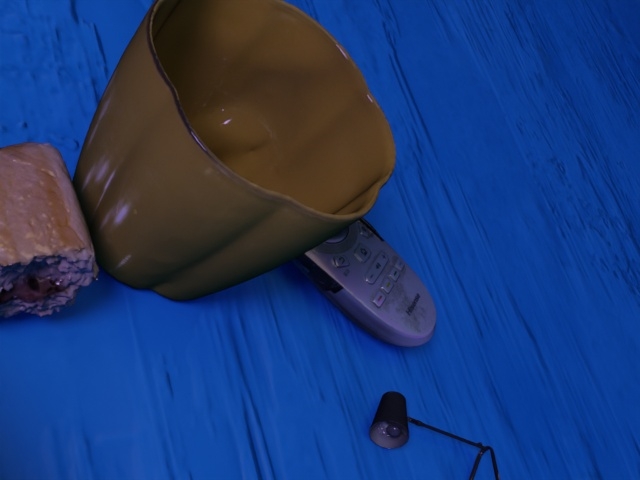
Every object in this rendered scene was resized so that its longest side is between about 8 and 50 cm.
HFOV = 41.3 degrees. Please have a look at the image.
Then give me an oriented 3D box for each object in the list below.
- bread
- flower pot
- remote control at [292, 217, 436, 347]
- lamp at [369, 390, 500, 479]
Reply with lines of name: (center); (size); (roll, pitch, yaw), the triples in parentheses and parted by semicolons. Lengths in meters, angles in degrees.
bread: (-0.205, -0.003, 0.513); (0.125, 0.082, 0.106); (-6, 55, -35)
flower pot: (-0.077, -0.055, 0.593); (0.195, 0.179, 0.195); (27, 44, -29)
remote control: (0.001, -0.002, 0.736); (0.256, 0.045, 0.097); (45, 38, -3)
lamp: (0.094, 0.164, 0.708); (0.121, 0.041, 0.054); (35, 33, -14)
